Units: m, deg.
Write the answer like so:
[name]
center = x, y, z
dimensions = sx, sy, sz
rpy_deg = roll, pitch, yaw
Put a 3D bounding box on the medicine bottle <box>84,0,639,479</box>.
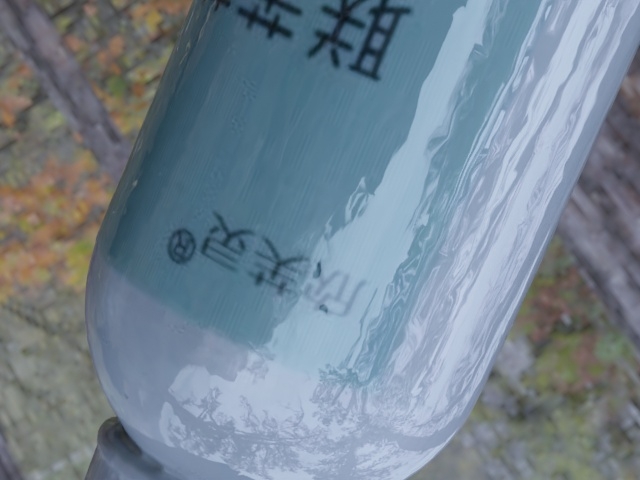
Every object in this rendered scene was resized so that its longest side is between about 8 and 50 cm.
[medicine bottle]
center = 0.000, 0.000, 0.446
dimensions = 0.110, 0.110, 0.352
rpy_deg = 7, 109, -59
